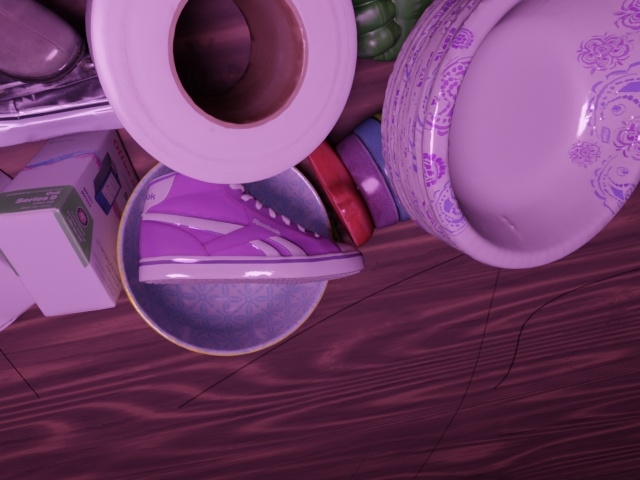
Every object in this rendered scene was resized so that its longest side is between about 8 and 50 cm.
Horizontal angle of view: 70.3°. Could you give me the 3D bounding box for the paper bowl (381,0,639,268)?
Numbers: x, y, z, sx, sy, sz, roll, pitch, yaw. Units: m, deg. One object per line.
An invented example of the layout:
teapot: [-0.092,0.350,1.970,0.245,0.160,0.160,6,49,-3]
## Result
paper bowl: [0.194,-0.125,0.473,0.284,0.148,0.284,-8,113,-21]

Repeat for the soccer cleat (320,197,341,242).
soccer cleat: [0.000,0.000,0.763,0.072,0.060,0.179,-13,130,19]

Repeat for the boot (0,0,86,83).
boot: [-0.355,-0.246,0.407,0.246,0.161,0.083,30,82,3]

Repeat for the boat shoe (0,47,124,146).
boat shoe: [-0.341,-0.190,0.545,0.335,0.121,0.119,-12,122,-12]

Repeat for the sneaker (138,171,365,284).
sneaker: [-0.074,-0.026,0.567,0.282,0.161,0.102,4,168,-23]

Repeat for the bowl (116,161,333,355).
bowl: [-0.143,0.015,0.670,0.289,0.290,0.156,18,166,-20]

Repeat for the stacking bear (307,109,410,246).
stacking bear: [0.140,-0.126,0.624,0.289,0.175,0.164,-28,154,2]

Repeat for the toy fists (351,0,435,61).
toy fists: [0.081,-0.336,0.486,0.142,0.096,0.279,-2,129,-6]

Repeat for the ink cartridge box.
ink cartridge box: [-0.311,-0.034,0.593,0.093,0.212,0.154,-9,128,0]

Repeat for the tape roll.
tape roll: [-0.106,-0.199,0.471,0.246,0.169,0.246,-13,121,-23]

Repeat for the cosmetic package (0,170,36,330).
cosmetic package: [-0.561,-0.035,0.600,0.217,0.156,0.385,-30,127,15]
